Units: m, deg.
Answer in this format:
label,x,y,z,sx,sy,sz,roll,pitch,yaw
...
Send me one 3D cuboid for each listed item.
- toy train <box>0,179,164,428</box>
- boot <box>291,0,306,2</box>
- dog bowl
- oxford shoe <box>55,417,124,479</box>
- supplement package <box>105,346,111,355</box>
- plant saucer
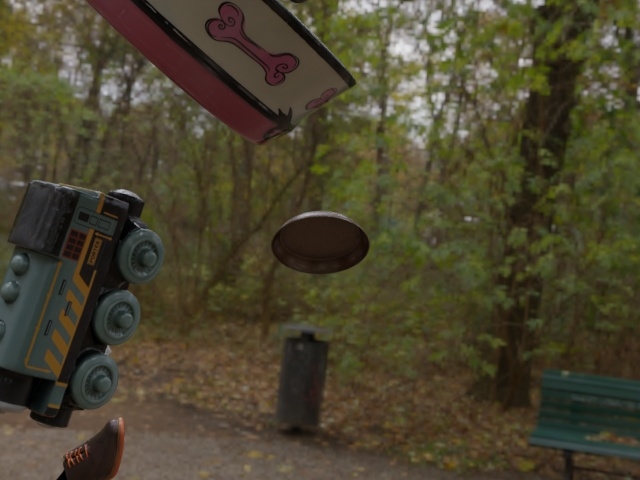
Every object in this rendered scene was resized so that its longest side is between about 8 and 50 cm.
label,x,y,z,sx,sy,sz,roll,pitch,yaw
toy train,-0.336,0.078,1.234,0.142,0.333,0.190,14,-8,39
boot,0.020,-0.466,1.287,0.115,0.305,0.112,39,-9,32
dog bowl,-0.151,-0.285,1.198,0.408,0.150,0.408,42,7,-7
oxford shoe,-0.500,0.479,2.044,0.098,0.271,0.097,16,33,-28
supplement package,-0.519,0.178,1.751,0.149,0.194,0.203,-30,-1,-31
plant saucer,0.000,0.000,1.606,0.169,0.029,0.168,0,-37,0
